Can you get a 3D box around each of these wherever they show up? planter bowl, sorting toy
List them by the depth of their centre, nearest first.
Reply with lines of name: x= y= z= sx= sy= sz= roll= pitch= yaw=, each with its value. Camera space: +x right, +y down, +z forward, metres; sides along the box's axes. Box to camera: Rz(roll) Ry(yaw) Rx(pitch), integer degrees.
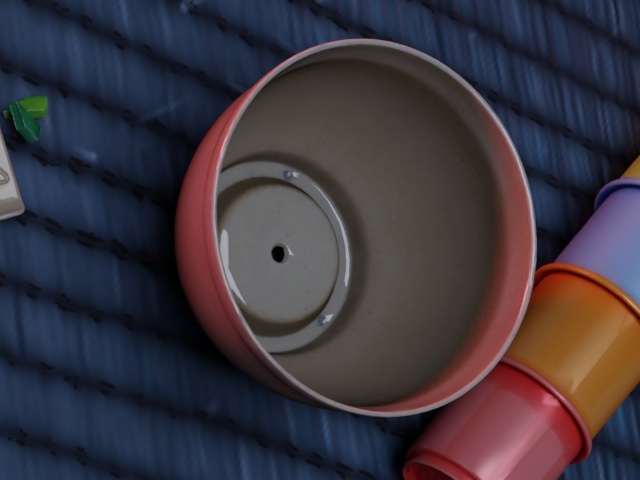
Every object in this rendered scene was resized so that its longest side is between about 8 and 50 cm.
sorting toy: x=-0.151 y=-0.036 z=0.755 sx=0.083 sy=0.012 sz=0.062 roll=-17 pitch=86 yaw=-28
planter bowl: x=0.000 y=0.000 z=0.781 sx=0.162 sy=0.109 sz=0.162 roll=5 pitch=81 yaw=-30

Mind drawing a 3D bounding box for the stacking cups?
stacking cups: x=0.155 y=0.020 z=0.891 sx=0.316 sy=0.096 sz=0.096 roll=-45 pitch=105 yaw=-22
